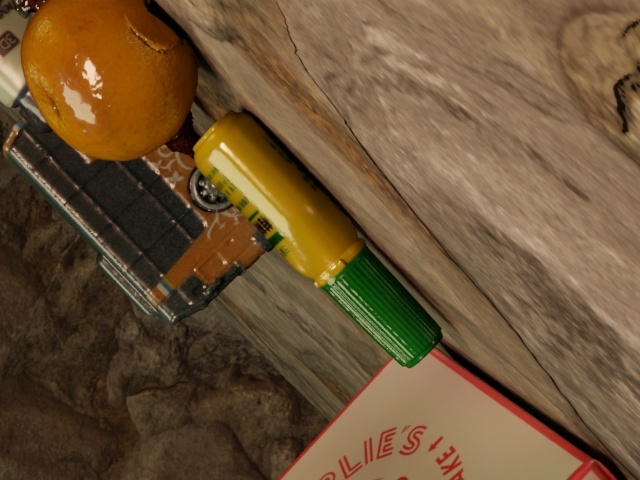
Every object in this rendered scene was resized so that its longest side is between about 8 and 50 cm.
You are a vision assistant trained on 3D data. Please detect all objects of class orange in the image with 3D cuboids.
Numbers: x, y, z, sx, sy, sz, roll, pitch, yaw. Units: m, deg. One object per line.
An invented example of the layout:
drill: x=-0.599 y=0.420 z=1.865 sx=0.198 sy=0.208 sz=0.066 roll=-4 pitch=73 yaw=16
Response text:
orange: x=-0.171 y=-0.142 z=1.643 sx=0.154 sy=0.134 sz=0.155 roll=37 pitch=146 yaw=31

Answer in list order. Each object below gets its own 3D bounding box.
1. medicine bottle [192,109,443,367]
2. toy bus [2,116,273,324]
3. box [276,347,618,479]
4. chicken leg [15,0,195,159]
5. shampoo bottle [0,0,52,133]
medicine bottle: x=0.000 y=0.000 z=1.666 sx=0.260 sy=0.064 sz=0.095 roll=45 pitch=173 yaw=-2
toy bus: x=-0.187 y=-0.050 z=2.050 sx=0.275 sy=0.167 sz=0.138 roll=46 pitch=173 yaw=-6
box: x=0.130 y=0.324 z=1.734 sx=0.300 sy=0.314 sz=0.312 roll=47 pitch=173 yaw=-30
chicken leg: x=-0.189 y=-0.165 z=1.837 sx=0.234 sy=0.063 sz=0.105 roll=45 pitch=178 yaw=4
shampoo bottle: x=-0.353 y=-0.266 z=1.938 sx=0.359 sy=0.134 sz=0.078 roll=44 pitch=151 yaw=0
